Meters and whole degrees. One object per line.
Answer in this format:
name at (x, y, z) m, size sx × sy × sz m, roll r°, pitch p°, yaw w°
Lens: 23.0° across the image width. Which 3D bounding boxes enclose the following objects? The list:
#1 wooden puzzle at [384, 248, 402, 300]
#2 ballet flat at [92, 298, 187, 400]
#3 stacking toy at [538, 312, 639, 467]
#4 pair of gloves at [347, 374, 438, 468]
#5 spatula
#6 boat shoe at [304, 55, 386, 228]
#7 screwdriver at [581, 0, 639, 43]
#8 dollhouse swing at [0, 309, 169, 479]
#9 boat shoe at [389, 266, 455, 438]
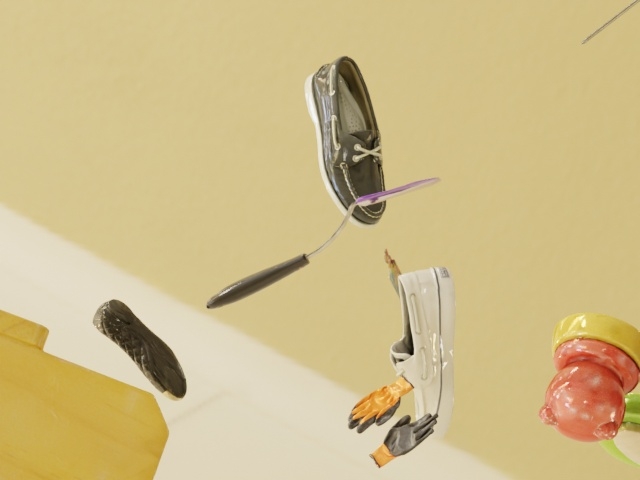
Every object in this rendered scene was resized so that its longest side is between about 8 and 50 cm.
wooden puzzle at (0.108, 0.053, 2.233) m, size 0.006 × 0.083 × 0.049 m, roll -17°, pitch -141°, yaw 15°
ballet flat at (-0.244, 0.153, 2.154) m, size 0.173 × 0.049 × 0.057 m, roll 49°, pitch -144°, yaw 10°
stacking toy at (0.417, 0.229, 1.830) m, size 0.309 × 0.279 × 0.130 m, roll 6°, pitch -129°, yaw 26°
pair of gloves at (0.067, 0.168, 1.473) m, size 0.074 × 0.010 × 0.083 m, roll -35°, pitch -136°, yaw -5°
spatula at (0.000, 0.000, 1.741) m, size 0.030 × 0.296 × 0.084 m, roll 58°, pitch -175°, yaw 6°
boat shoe at (0.054, -0.171, 2.694) m, size 0.114 × 0.091 × 0.302 m, roll -7°, pitch -109°, yaw -43°
screwdriver at (0.343, -0.259, 1.657) m, size 0.024 × 0.170 × 0.025 m, roll 57°, pitch -153°, yaw 12°
dollhouse swing at (-0.423, 0.293, 2.039) m, size 0.305 × 0.346 × 0.315 m, roll 28°, pitch 160°, yaw -28°
boat shoe at (0.139, 0.159, 2.213) m, size 0.084 × 0.258 × 0.095 m, roll -4°, pitch -164°, yaw -11°
